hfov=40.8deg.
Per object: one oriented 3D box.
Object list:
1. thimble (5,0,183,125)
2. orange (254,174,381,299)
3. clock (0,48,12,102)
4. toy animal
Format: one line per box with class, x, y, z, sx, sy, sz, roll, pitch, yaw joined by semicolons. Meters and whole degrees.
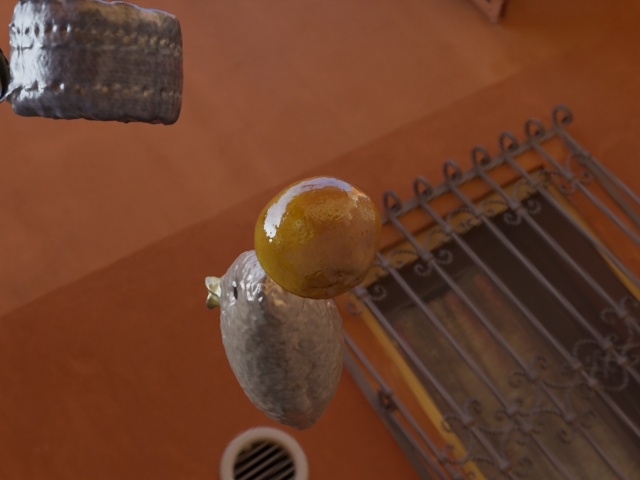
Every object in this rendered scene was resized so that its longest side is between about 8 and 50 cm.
thimble;-0.191;-0.151;0.746;0.150;0.150;0.098;-4;-80;-52
orange;0.000;0.000;1.033;0.159;0.136;0.159;-17;-28;-9
clock;-0.662;-0.304;1.402;0.061;0.312;0.312;-47;-24;28
toy animal;-0.062;0.152;1.372;0.188;0.226;0.358;-18;-55;-17
